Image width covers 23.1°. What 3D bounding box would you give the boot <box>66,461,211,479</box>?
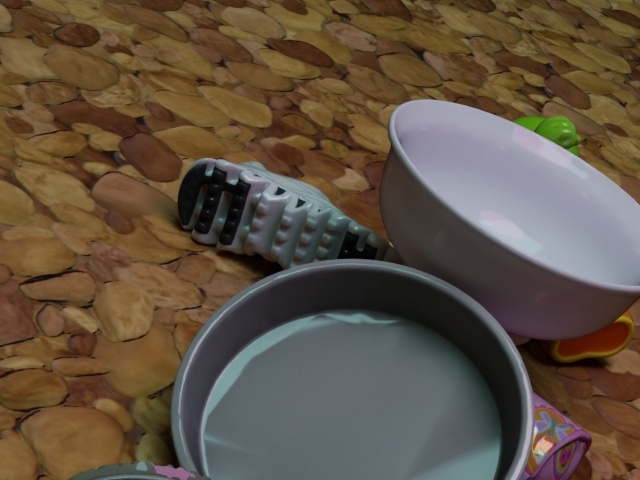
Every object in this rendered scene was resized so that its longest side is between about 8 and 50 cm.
[{"bbox_3d":[-0.052,0.217,0.818,0.190,0.076,0.208,13,33,-17],"label":"boot"}]

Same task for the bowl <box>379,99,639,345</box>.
[{"bbox_3d":[0.168,0.004,1.452,0.298,0.134,0.298,22,26,-11],"label":"bowl"}]

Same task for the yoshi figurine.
[{"bbox_3d":[0.248,-0.038,1.729,0.203,0.203,0.362,23,23,-33],"label":"yoshi figurine"}]

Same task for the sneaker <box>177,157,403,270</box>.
[{"bbox_3d":[0.000,0.000,1.571,0.292,0.110,0.118,34,22,18],"label":"sneaker"}]

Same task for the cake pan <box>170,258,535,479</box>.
[{"bbox_3d":[0.026,0.146,1.275,0.293,0.054,0.293,-1,53,1],"label":"cake pan"}]

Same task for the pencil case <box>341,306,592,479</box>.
[{"bbox_3d":[0.101,0.141,1.392,0.284,0.124,0.124,38,33,23],"label":"pencil case"}]
